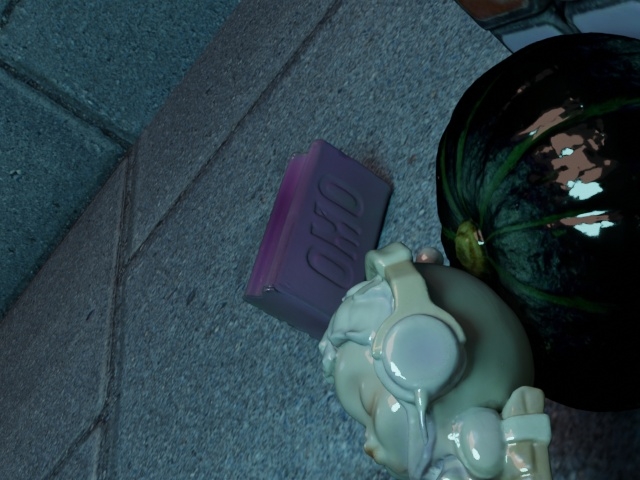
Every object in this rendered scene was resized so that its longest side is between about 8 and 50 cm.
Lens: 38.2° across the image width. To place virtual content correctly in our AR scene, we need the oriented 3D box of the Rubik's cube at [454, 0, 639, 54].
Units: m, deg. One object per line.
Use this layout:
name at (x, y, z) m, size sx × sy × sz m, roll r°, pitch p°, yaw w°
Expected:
Rubik's cube at (0.242, -0.321, 0.604) m, size 0.363 × 0.359 × 0.362 m, roll -55°, pitch 18°, yaw -9°

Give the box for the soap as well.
soap at (0.000, 0.000, 1.043) m, size 0.065 × 0.122 × 0.203 m, roll -25°, pitch 41°, yaw 51°

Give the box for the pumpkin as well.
pumpkin at (0.206, -0.018, 0.605) m, size 0.248 × 0.248 × 0.248 m, roll -42°, pitch 29°, yaw 30°

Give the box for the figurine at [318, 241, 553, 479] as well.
figurine at (0.058, 0.104, 0.515) m, size 0.141 × 0.162 × 0.237 m, roll -12°, pitch 57°, yaw 0°
